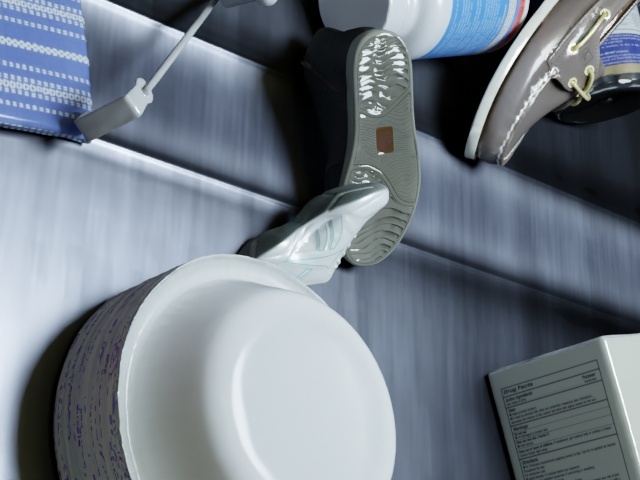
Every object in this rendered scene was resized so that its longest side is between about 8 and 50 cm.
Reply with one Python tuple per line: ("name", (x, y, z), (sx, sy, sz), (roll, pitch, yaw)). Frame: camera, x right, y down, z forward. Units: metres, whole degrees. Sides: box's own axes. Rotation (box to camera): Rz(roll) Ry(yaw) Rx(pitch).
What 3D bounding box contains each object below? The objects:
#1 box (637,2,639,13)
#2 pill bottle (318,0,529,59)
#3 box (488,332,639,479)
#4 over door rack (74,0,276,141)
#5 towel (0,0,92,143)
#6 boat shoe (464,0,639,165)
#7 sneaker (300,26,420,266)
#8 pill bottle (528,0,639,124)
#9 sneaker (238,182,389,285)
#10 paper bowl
("box", (0.598, -0.277, 2.071), (0.312, 0.179, 0.343), (54, 42, -12))
("pill bottle", (0.104, -0.245, 1.573), (0.221, 0.124, 0.124), (-13, 82, -49))
("box", (0.283, 0.219, 1.532), (0.127, 0.149, 0.232), (-1, 74, -47))
("over door rack", (-0.150, -0.265, 1.295), (0.239, 0.108, 0.324), (57, 37, -18))
("towel", (-0.295, -0.248, 1.228), (0.243, 0.040, 0.336), (7, 69, -47))
("boat shoe", (0.264, -0.206, 1.660), (0.097, 0.116, 0.324), (30, 71, 9))
("sneaker", (0.034, -0.092, 1.470), (0.083, 0.118, 0.222), (-1, 102, -25))
("pill bottle", (0.307, -0.255, 1.794), (0.123, 0.123, 0.219), (4, 69, -46))
("sneaker", (0.000, 0.000, 1.381), (0.152, 0.054, 0.061), (-33, 113, -15))
("paper bowl", (-0.054, 0.149, 1.210), (0.284, 0.148, 0.284), (20, 60, -39))
